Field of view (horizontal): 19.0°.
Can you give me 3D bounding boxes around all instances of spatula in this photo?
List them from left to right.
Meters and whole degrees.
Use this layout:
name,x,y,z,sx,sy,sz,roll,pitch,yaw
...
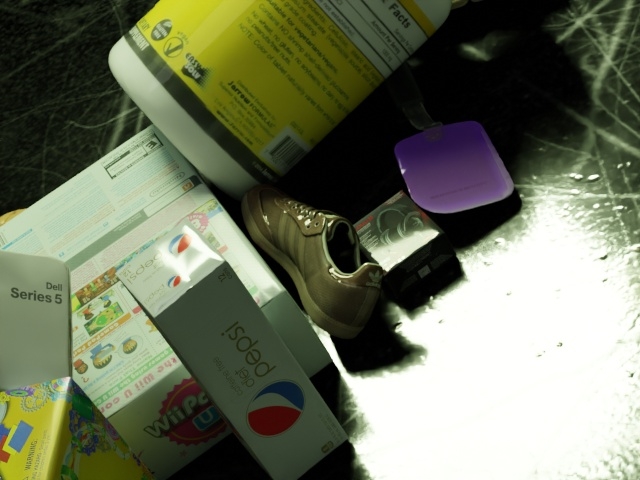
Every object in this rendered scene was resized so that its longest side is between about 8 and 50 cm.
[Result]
name,x,y,z,sx,sy,sz,roll,pitch,yaw
spatula,0.085,-0.113,1.680,0.084,0.030,0.296,-16,34,-6

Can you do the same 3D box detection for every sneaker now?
name,x,y,z,sx,sy,sz,roll,pitch,yaw
sneaker,0.000,0.000,1.583,0.071,0.066,0.188,-57,45,22

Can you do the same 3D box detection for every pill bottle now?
name,x,y,z,sx,sy,sz,roll,pitch,yaw
pill bottle,-0.009,-0.208,1.677,0.334,0.188,0.188,-43,40,4

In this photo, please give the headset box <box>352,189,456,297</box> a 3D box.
name,x,y,z,sx,sy,sz,roll,pitch,yaw
headset box,0.063,0.000,1.583,0.062,0.032,0.083,-35,41,-5

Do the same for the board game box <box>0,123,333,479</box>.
name,x,y,z,sx,sy,sz,roll,pitch,yaw
board game box,-0.156,0.056,1.615,0.224,0.097,0.303,-35,38,-3

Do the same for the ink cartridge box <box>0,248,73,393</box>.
name,x,y,z,sx,sy,sz,roll,pitch,yaw
ink cartridge box,-0.343,0.096,1.512,0.273,0.198,0.115,-31,57,50

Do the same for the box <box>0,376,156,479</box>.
name,x,y,z,sx,sy,sz,roll,pitch,yaw
box,-0.283,0.288,1.394,0.279,0.177,0.290,-14,42,21

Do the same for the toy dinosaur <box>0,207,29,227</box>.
name,x,y,z,sx,sy,sz,roll,pitch,yaw
toy dinosaur,-0.272,-0.010,1.781,0.211,0.064,0.112,-17,41,16

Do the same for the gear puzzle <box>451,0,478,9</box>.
name,x,y,z,sx,sy,sz,roll,pitch,yaw
gear puzzle,0.056,-0.258,1.826,0.339,0.044,0.175,-16,34,18

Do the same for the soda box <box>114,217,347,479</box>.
name,x,y,z,sx,sy,sz,roll,pitch,yaw
soda box,-0.064,0.088,1.428,0.069,0.216,0.074,-39,40,-7
